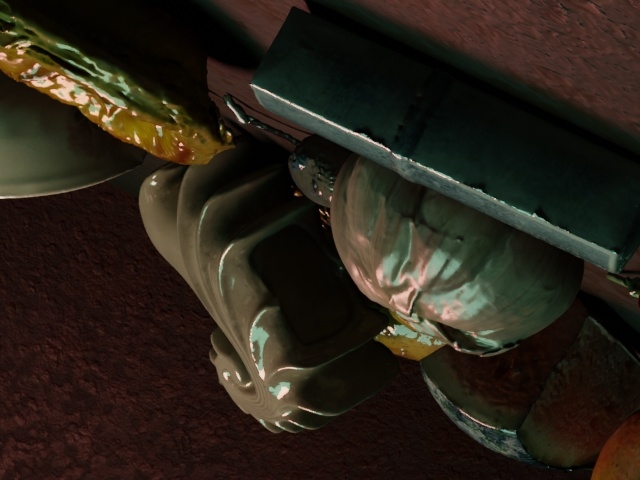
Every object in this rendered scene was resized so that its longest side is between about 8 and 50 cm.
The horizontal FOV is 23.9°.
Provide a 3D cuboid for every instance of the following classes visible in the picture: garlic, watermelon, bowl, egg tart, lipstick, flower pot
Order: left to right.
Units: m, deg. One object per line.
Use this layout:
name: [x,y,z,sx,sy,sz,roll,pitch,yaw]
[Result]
bowl: [-0.339,-0.161,1.732,0.277,0.145,0.277,-3,-158,1]
egg tart: [-0.196,-0.173,1.377,0.295,0.116,0.295,27,172,4]
flower pot: [-0.073,0.051,1.827,0.367,0.164,0.254,62,152,-3]
garlic: [0.110,0.004,1.251,0.228,0.152,0.228,35,177,2]
lipstick: [0.095,-0.069,1.056,0.290,0.076,0.077,28,172,15]
watermelon: [0.273,0.159,1.668,0.318,0.226,0.148,1,-143,-30]

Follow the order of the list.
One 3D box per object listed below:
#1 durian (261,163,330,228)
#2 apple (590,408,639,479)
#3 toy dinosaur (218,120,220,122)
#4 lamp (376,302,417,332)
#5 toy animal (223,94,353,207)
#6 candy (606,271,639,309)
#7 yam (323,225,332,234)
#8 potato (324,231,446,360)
durian: [-0.072,-0.036,2.020,0.139,0.144,0.252,51,-179,5]
apple: [0.445,0.298,1.591,0.309,0.277,0.250,43,-163,27]
toy dinosaur: [-0.202,-0.189,1.662,0.220,0.032,0.108,31,177,3]
lamp: [0.127,0.048,1.759,0.118,0.118,0.253,31,177,-18]
toy animal: [-0.015,-0.090,1.525,0.253,0.070,0.079,41,152,57]
candy: [0.283,0.044,1.316,0.060,0.060,0.201,30,-179,-10]
yam: [0.000,0.000,2.216,0.264,0.046,0.046,30,174,-3]
potato: [0.107,0.084,1.974,0.298,0.141,0.176,27,-176,24]
